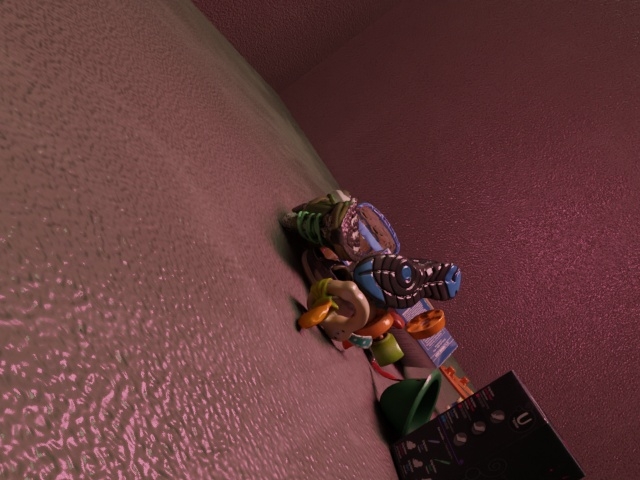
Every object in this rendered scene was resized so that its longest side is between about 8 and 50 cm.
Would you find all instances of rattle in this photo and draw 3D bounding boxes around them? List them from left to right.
[{"bbox_3d":[0.035,0.183,1.147,0.142,0.130,0.199,-90,172,-57],"label":"rattle"}]

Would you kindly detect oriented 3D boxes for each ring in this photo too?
[{"bbox_3d":[0.450,0.459,1.606,0.336,0.032,0.336,44,4,-4],"label":"ring"}]

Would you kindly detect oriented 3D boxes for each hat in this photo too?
[{"bbox_3d":[0.132,0.314,1.218,0.184,0.172,0.208,22,-24,26],"label":"hat"}]

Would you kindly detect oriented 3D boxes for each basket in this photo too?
[{"bbox_3d":[0.141,-0.001,1.928,0.254,0.201,0.289,52,-1,-23],"label":"basket"}]

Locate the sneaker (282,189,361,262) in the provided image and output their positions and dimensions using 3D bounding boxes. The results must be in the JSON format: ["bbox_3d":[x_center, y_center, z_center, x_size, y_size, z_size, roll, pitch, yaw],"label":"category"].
[{"bbox_3d":[-0.001,-0.030,1.454,0.410,0.182,0.157,-108,-168,-81],"label":"sneaker"}]

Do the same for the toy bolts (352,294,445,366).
[{"bbox_3d":[0.170,0.171,1.478,0.158,0.218,0.228,62,-3,-12],"label":"toy bolts"}]

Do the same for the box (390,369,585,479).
[{"bbox_3d":[0.289,0.389,1.051,0.165,0.270,0.143,51,10,-25],"label":"box"}]

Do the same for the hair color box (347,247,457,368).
[{"bbox_3d":[0.216,0.197,1.683,0.347,0.105,0.174,53,-26,-8],"label":"hair color box"}]

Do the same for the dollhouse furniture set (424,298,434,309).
[{"bbox_3d":[0.242,0.238,1.945,0.212,0.161,0.242,54,-13,-6],"label":"dollhouse furniture set"}]

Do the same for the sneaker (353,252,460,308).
[{"bbox_3d":[0.187,0.098,1.425,0.341,0.124,0.140,9,-3,-42],"label":"sneaker"}]

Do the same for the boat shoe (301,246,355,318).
[{"bbox_3d":[0.028,0.091,1.347,0.103,0.092,0.285,47,10,-26],"label":"boat shoe"}]

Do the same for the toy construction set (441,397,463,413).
[{"bbox_3d":[0.433,0.575,1.580,0.327,0.151,0.215,47,5,25],"label":"toy construction set"}]

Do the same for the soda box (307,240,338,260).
[{"bbox_3d":[0.000,0.000,1.655,0.061,0.058,0.181,51,9,-27],"label":"soda box"}]

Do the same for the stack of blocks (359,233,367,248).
[{"bbox_3d":[0.097,-0.044,2.226,0.171,0.087,0.297,52,9,-21],"label":"stack of blocks"}]
